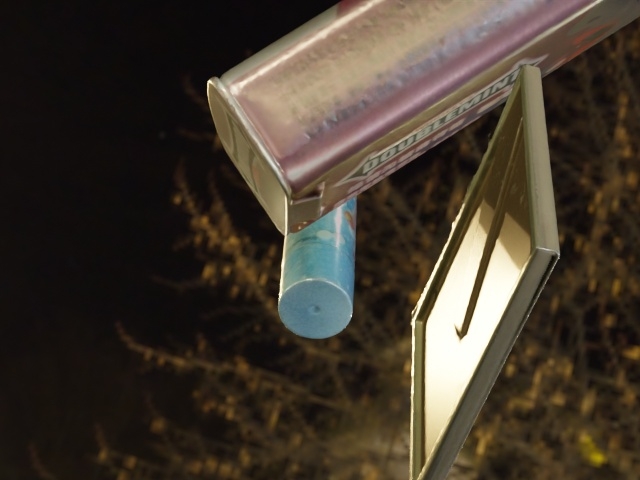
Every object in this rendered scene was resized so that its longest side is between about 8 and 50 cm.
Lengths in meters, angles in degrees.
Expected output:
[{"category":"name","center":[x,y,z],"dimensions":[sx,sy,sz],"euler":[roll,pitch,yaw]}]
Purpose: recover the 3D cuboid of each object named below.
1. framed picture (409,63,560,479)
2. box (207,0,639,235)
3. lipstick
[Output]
[{"category":"framed picture","center":[0.060,0.020,0.646],"dimensions":[0.011,0.109,0.149],"euler":[13,-48,-9]},{"category":"box","center":[0.061,-0.092,0.741],"dimensions":[0.069,0.224,0.120],"euler":[58,-5,9]},{"category":"lipstick","center":[0.000,0.000,1.083],"dimensions":[0.048,0.158,0.048],"euler":[1,-57,2]}]
